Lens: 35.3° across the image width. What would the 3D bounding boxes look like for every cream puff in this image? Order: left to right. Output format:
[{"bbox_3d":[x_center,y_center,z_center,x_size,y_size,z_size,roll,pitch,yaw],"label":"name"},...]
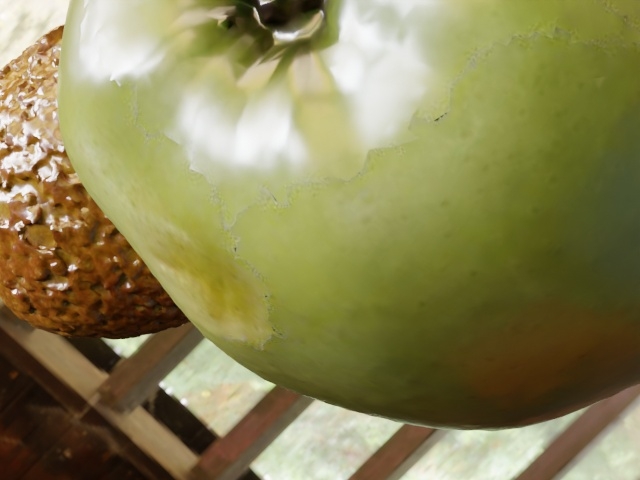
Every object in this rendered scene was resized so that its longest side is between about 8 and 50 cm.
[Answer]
[{"bbox_3d":[-0.156,-0.070,0.834,0.303,0.303,0.212,47,154,24],"label":"cream puff"}]

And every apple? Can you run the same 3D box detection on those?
[{"bbox_3d":[0.066,-0.077,0.479,0.357,0.357,0.357,44,-175,-5],"label":"apple"}]
